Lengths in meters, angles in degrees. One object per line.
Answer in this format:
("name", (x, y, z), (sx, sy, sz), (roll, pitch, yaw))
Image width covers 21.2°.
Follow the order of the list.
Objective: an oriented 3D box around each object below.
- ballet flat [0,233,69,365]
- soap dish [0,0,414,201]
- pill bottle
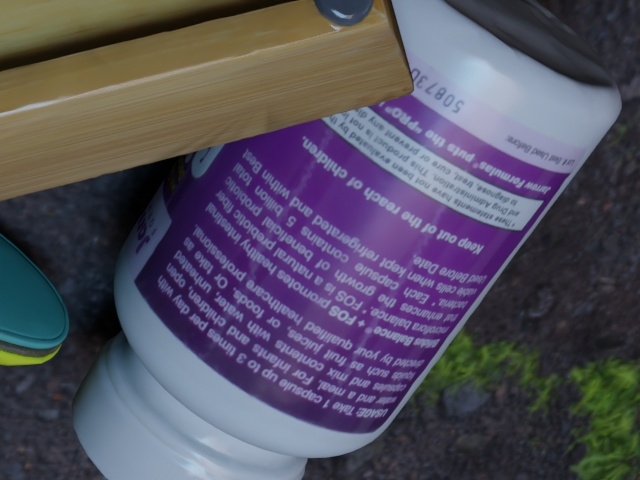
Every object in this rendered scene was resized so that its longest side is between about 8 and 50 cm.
("ballet flat", (-0.229, 0.003, 0.833), (0.077, 0.077, 0.231), (-31, 132, 29))
("soap dish", (-0.121, -0.136, 0.672), (0.290, 0.118, 0.229), (-15, 90, -12))
("pill bottle", (0.000, 0.000, 0.860), (0.169, 0.169, 0.301), (21, 114, -35))
